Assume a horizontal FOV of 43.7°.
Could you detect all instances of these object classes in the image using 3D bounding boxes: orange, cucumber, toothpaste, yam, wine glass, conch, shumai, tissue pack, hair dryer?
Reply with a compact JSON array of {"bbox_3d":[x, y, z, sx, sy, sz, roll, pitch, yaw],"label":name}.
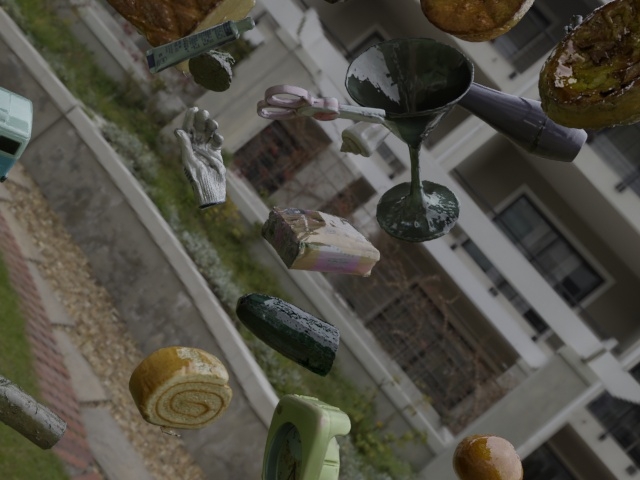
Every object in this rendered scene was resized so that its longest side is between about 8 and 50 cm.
[{"bbox_3d":[0.358,0.483,1.695,0.159,0.136,0.159,56,-2,3],"label":"orange"},{"bbox_3d":[-0.071,0.190,1.713,0.244,0.115,0.063,27,-16,-7],"label":"cucumber"},{"bbox_3d":[-0.225,-0.369,1.486,0.037,0.216,0.061,58,14,-58],"label":"toothpaste"},{"bbox_3d":[-0.408,0.228,1.077,0.132,0.054,0.054,41,3,-15],"label":"yam"},{"bbox_3d":[0.207,-0.205,1.748,0.267,0.267,0.406,51,-17,40],"label":"wine glass"},{"bbox_3d":[0.125,-0.280,2.088,0.094,0.176,0.104,32,-19,39],"label":"conch"},{"bbox_3d":[-0.256,-0.427,1.925,0.123,0.099,0.087,70,29,-56],"label":"shumai"},{"bbox_3d":[0.000,0.000,2.117,0.257,0.122,0.215,5,28,-31],"label":"tissue pack"},{"bbox_3d":[0.507,-0.375,1.834,0.301,0.361,0.121,28,-15,8],"label":"hair dryer"}]

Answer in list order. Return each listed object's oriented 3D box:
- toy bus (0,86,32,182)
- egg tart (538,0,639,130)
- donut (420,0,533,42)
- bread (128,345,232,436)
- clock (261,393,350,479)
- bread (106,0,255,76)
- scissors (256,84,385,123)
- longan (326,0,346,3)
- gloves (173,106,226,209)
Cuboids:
[{"bbox_3d":[-0.675,-0.233,1.461,0.271,0.165,0.133,22,45,-39],"label":"toy bus"},{"bbox_3d":[0.489,-0.272,1.262,0.115,0.290,0.290,43,4,-30],"label":"egg tart"},{"bbox_3d":[0.398,-0.621,1.966,0.303,0.303,0.110,51,10,27],"label":"donut"},{"bbox_3d":[-0.189,0.209,1.119,0.149,0.122,0.073,20,25,-43],"label":"bread"},{"bbox_3d":[-0.046,0.500,1.740,0.096,0.307,0.235,16,-6,-26],"label":"clock"},{"bbox_3d":[-0.353,-0.606,1.975,0.279,0.279,0.207,42,1,9],"label":"bread"},{"bbox_3d":[0.006,-0.241,1.469,0.118,0.242,0.030,146,-56,-64],"label":"scissors"},{"bbox_3d":[0.043,-0.618,1.445,0.391,0.391,0.391,51,0,-1],"label":"longan"},{"bbox_3d":[-0.263,-0.180,1.762,0.097,0.119,0.229,7,-74,38],"label":"gloves"}]
